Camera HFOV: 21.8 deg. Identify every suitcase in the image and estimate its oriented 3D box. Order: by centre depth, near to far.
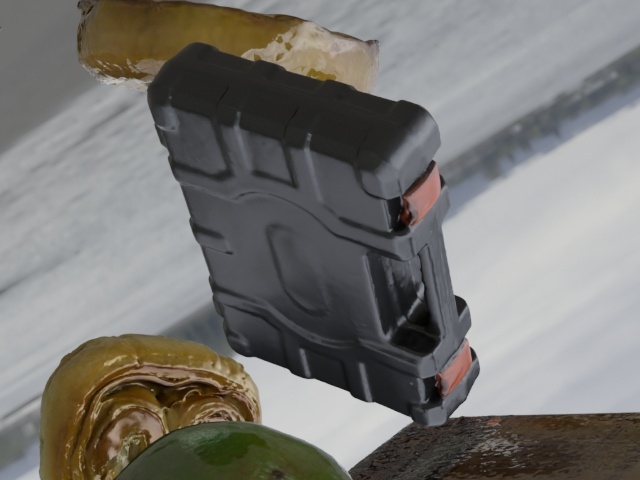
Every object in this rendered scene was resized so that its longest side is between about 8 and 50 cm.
[{"bbox_3d":[0.000,0.000,1.149,0.066,0.206,0.285,-53,147,-31],"label":"suitcase"}]

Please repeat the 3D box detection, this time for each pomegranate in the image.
[{"bbox_3d":[-0.088,0.293,1.412,0.260,0.260,0.340,-32,169,-30],"label":"pomegranate"}]

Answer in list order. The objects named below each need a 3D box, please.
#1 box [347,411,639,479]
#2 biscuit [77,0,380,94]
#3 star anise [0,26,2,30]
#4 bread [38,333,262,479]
[{"bbox_3d":[0.214,0.255,1.567,0.415,0.116,0.264,-7,-167,32],"label":"box"},{"bbox_3d":[-0.092,-0.169,1.602,0.296,0.102,0.296,9,180,0],"label":"biscuit"},{"bbox_3d":[-0.469,-0.272,2.034,0.182,0.195,0.065,-1,153,13],"label":"star anise"},{"bbox_3d":[-0.173,0.194,1.674,0.236,0.198,0.120,9,170,-29],"label":"bread"}]
